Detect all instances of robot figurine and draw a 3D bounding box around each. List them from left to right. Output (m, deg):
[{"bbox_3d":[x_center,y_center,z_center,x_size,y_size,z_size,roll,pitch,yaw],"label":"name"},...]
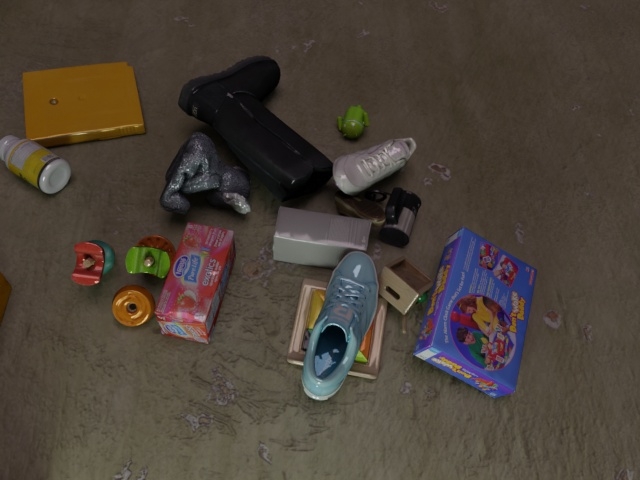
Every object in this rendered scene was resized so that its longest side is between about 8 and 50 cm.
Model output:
[{"bbox_3d":[0.101,-0.356,1.816,0.101,0.067,0.115,-2,53,26],"label":"robot figurine"}]

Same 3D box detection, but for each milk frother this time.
[{"bbox_3d":[0.182,-0.070,1.637,0.143,0.129,0.134,-10,45,41],"label":"milk frother"}]

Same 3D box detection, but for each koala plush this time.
[{"bbox_3d":[-0.280,-0.159,1.595,0.221,0.203,0.196,25,30,-22],"label":"koala plush"}]

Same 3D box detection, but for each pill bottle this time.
[{"bbox_3d":[-0.771,-0.209,1.614,0.184,0.103,0.103,29,59,13],"label":"pill bottle"}]

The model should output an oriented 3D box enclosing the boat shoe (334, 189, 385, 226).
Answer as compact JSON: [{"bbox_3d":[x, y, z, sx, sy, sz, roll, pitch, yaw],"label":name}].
[{"bbox_3d":[0.106,-0.072,1.606,0.068,0.072,0.190,-15,33,-27],"label":"boat shoe"}]

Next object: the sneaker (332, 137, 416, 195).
[{"bbox_3d":[0.147,-0.219,1.634,0.305,0.152,0.114,-32,90,-45],"label":"sneaker"}]

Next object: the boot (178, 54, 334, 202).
[{"bbox_3d":[-0.121,-0.326,1.704,0.445,0.146,0.367,40,52,21],"label":"boot"}]

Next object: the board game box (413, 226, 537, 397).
[{"bbox_3d":[0.384,0.168,1.463,0.233,0.078,0.347,29,58,-9],"label":"board game box"}]

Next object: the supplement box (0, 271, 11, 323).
[{"bbox_3d":[-0.842,0.153,1.359,0.194,0.129,0.191,2,57,-5],"label":"supplement box"}]

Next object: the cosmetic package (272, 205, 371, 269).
[{"bbox_3d":[0.000,0.000,1.545,0.238,0.127,0.107,12,58,0],"label":"cosmetic package"}]

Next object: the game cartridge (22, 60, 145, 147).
[{"bbox_3d":[-0.702,-0.406,1.783,0.324,0.052,0.285,-10,59,-15],"label":"game cartridge"}]

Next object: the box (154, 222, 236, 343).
[{"bbox_3d":[-0.294,0.100,1.449,0.123,0.128,0.256,12,58,2],"label":"box"}]

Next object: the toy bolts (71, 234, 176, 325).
[{"bbox_3d":[-0.480,0.078,1.471,0.229,0.158,0.218,13,99,-6],"label":"toy bolts"}]

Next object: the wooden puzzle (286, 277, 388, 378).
[{"bbox_3d":[0.046,0.205,1.465,0.221,0.044,0.238,11,57,1],"label":"wooden puzzle"}]

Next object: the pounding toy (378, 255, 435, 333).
[{"bbox_3d":[0.207,0.132,1.494,0.141,0.100,0.130,41,31,19],"label":"pounding toy"}]

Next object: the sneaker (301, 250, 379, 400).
[{"bbox_3d":[0.057,0.179,1.366,0.135,0.150,0.366,16,68,1],"label":"sneaker"}]
